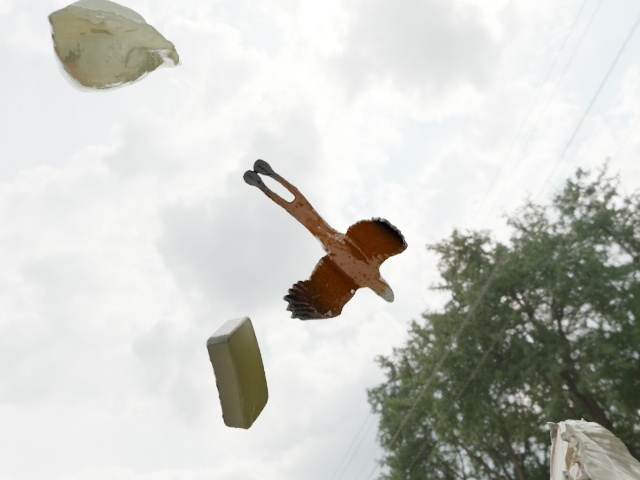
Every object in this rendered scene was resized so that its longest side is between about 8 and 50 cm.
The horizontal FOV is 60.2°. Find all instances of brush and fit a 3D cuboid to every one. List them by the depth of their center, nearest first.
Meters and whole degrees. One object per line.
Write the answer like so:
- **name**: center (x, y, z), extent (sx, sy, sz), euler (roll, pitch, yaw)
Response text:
- **brush**: center (-0.162, 0.259, 1.092), extent (0.059, 0.123, 0.197), euler (-7, -78, 18)

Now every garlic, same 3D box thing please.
- **garlic**: center (0.320, 0.297, 0.586), extent (0.143, 0.229, 0.178), euler (1, -60, 18)

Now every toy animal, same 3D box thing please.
- **toy animal**: center (0.011, 0.009, 1.043), extent (0.225, 0.284, 0.302), euler (-45, -29, 4)

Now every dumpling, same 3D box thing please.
- **dumpling**: center (-0.299, -0.280, 0.830), extent (0.179, 0.131, 0.252), euler (-1, -4, -14)
